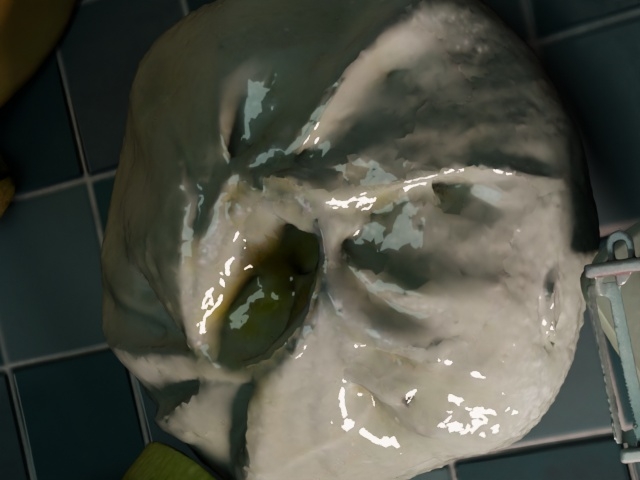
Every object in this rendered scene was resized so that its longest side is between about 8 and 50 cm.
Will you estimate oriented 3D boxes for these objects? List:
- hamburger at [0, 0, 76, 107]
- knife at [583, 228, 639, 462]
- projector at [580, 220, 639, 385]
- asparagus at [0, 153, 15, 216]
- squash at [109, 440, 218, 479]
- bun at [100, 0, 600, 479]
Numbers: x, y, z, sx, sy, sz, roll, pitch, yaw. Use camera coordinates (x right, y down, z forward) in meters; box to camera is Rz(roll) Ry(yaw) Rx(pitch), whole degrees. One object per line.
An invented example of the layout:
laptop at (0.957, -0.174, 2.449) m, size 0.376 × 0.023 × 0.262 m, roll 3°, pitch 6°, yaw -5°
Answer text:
hamburger at (-0.358, -0.230, 1.104) m, size 0.277 × 0.396 × 0.396 m, roll 40°, pitch 115°, yaw 15°
knife at (0.267, 0.027, 0.814) m, size 0.278 × 0.053 × 0.123 m, roll -16°, pitch 83°, yaw 33°
projector at (0.294, 0.028, 0.894) m, size 0.250 × 0.108 × 0.198 m, roll -39°, pitch 76°, yaw 31°
asparagus at (-0.348, -0.095, 1.306) m, size 0.278 × 0.060 × 0.067 m, roll 36°, pitch 130°, yaw 23°
squash at (-0.048, 0.222, 1.092) m, size 0.219 × 0.219 × 0.041 m, roll 34°, pitch 69°, yaw 24°
bun at (-0.004, -0.004, 1.022) m, size 0.354 × 0.194 × 0.354 m, roll 4°, pitch 99°, yaw 29°
